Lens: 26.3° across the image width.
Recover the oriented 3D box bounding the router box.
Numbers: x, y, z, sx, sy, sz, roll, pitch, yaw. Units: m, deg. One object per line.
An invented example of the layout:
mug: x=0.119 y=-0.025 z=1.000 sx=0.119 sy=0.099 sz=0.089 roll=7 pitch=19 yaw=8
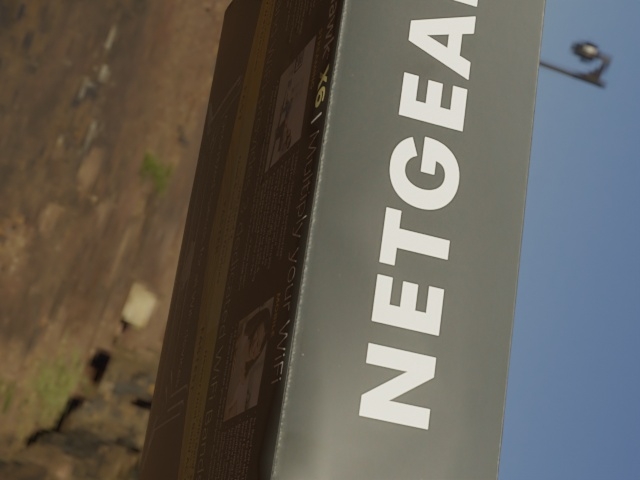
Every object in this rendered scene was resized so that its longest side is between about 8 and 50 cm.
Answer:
router box: x=0.000 y=0.000 z=0.572 sx=0.243 sy=0.081 sz=0.309 roll=141 pitch=-40 yaw=-67
